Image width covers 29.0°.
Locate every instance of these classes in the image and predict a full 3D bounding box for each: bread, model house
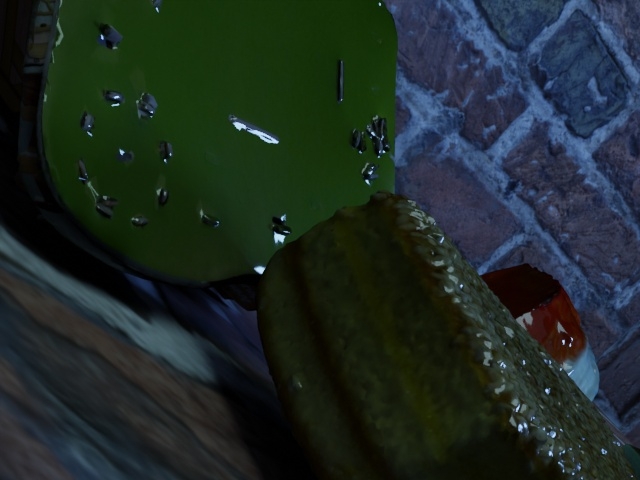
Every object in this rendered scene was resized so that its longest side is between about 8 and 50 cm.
[{"bbox_3d":[0.074,0.105,0.593,0.234,0.110,0.184,47,13,-36],"label":"bread"},{"bbox_3d":[-0.092,-0.068,0.653,0.294,0.154,0.207,20,70,-57],"label":"model house"}]

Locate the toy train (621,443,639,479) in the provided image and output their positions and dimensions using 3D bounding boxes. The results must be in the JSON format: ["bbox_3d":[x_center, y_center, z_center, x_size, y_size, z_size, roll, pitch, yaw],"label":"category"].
[{"bbox_3d":[0.373,0.305,1.096,0.129,0.159,0.326,37,12,-44],"label":"toy train"}]

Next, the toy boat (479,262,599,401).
[{"bbox_3d":[0.144,0.109,0.987,0.332,0.145,0.133,-43,117,-83],"label":"toy boat"}]
